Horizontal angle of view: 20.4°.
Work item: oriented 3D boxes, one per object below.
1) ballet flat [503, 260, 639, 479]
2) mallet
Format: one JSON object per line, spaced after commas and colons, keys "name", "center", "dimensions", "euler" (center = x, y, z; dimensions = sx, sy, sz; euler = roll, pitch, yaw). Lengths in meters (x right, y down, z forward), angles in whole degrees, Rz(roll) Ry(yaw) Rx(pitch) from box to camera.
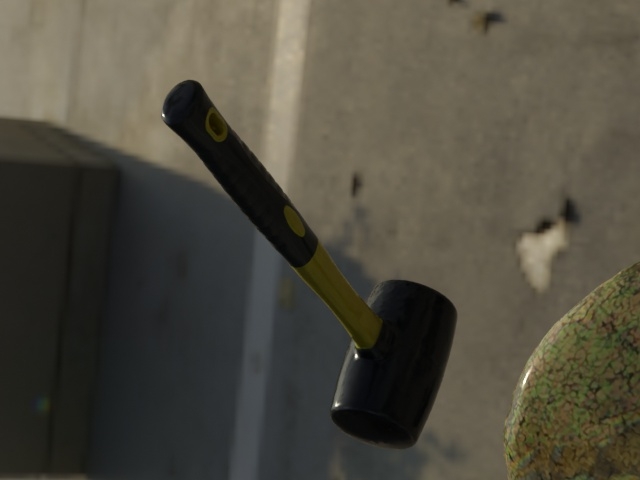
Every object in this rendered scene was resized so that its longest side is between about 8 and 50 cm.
{"name": "ballet flat", "center": [0.205, 0.087, 0.320], "dimensions": [0.123, 0.348, 0.123], "euler": [-162, 90, -87]}
{"name": "mallet", "center": [0.000, 0.000, 0.642], "dimensions": [0.039, 0.190, 0.062], "euler": [2, 50, 33]}
